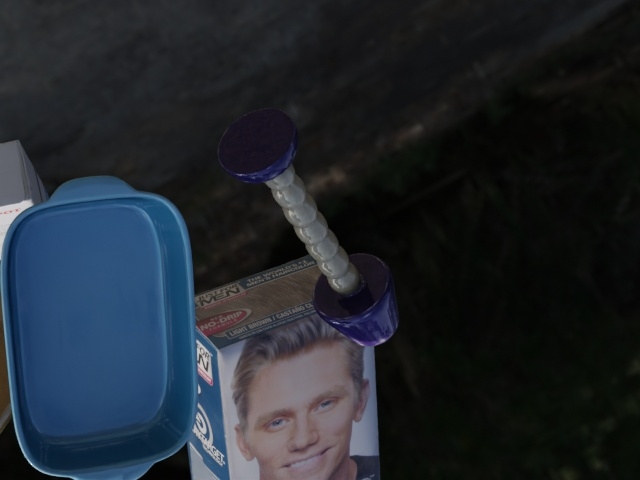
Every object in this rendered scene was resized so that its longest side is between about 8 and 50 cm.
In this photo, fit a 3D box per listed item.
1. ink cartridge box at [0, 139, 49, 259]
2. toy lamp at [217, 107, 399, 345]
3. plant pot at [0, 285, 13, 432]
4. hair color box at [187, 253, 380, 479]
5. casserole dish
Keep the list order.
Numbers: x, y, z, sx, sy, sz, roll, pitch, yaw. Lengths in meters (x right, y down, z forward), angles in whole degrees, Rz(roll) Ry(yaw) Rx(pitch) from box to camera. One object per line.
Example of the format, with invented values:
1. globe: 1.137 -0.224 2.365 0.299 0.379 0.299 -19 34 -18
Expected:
1. ink cartridge box: -0.395 -0.038 2.057 0.139 0.082 0.191 -11 162 -3
2. toy lamp: 0.000 0.000 1.527 0.080 0.080 0.275 -29 137 5
3. plant pot: -0.311 0.117 1.290 0.236 0.032 0.236 -15 -141 13
4. hair color box: -0.038 0.201 1.777 0.174 0.347 0.105 -20 -146 -23
5. casserole dish: -0.133 0.052 1.039 0.114 0.188 0.037 -8 -165 -21
